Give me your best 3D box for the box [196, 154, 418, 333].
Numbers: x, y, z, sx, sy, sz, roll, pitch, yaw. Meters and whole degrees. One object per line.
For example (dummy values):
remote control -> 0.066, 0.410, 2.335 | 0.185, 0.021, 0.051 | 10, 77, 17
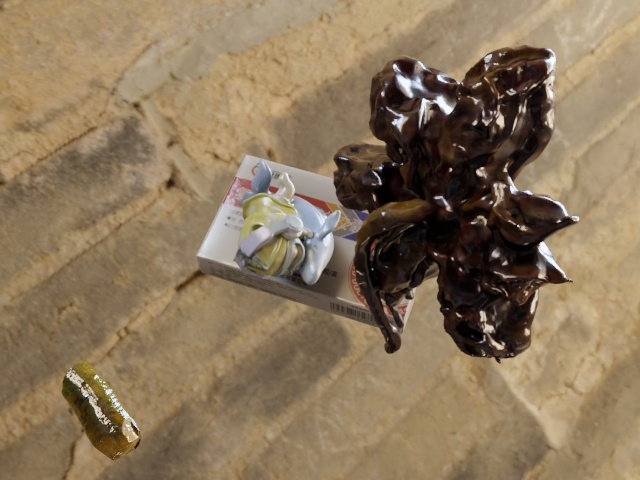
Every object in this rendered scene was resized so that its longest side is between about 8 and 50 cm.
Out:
box -> 0.000, 0.000, 1.382 | 0.069, 0.353, 0.214 | 87, -158, -61

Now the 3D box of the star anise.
star anise -> 0.086, -0.019, 0.560 | 0.126, 0.190, 0.220 | -19, -80, -49

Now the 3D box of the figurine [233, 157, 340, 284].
figurine -> -0.062, -0.017, 1.258 | 0.184, 0.208, 0.128 | -12, -35, -45

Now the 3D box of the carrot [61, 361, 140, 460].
carrot -> -0.377, 0.292, 1.432 | 0.082, 0.173, 0.082 | -38, -21, -17
